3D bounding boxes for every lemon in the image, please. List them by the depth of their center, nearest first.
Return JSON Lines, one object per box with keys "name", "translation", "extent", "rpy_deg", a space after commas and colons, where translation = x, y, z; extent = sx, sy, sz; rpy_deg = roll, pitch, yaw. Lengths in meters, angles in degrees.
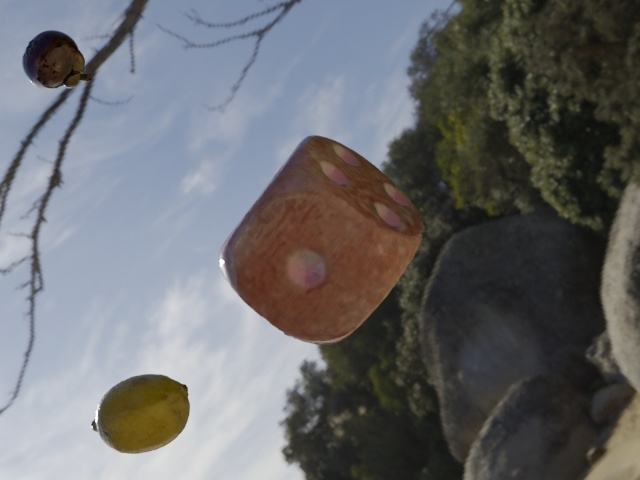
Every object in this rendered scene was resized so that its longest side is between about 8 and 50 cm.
{"name": "lemon", "translation": [-0.191, 0.184, 0.964], "extent": [0.110, 0.082, 0.082], "rpy_deg": [-21, -17, 4]}

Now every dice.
{"name": "dice", "translation": [0.000, 0.000, 0.547], "extent": [0.094, 0.093, 0.091], "rpy_deg": [-49, 6, 23]}

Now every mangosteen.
{"name": "mangosteen", "translation": [-0.350, -0.234, 1.196], "extent": [0.081, 0.081, 0.081], "rpy_deg": [-41, -17, -16]}
